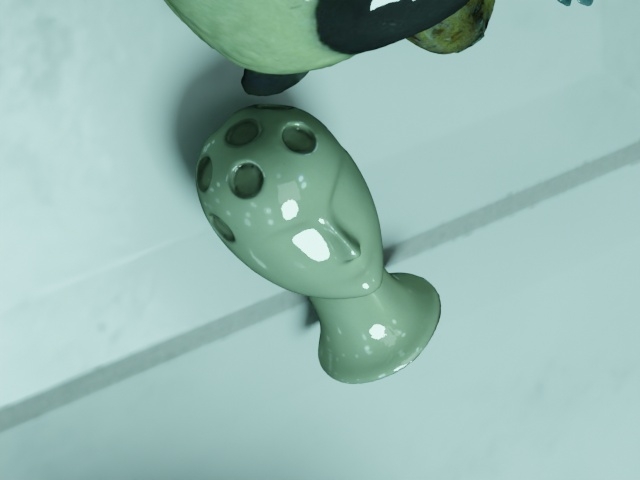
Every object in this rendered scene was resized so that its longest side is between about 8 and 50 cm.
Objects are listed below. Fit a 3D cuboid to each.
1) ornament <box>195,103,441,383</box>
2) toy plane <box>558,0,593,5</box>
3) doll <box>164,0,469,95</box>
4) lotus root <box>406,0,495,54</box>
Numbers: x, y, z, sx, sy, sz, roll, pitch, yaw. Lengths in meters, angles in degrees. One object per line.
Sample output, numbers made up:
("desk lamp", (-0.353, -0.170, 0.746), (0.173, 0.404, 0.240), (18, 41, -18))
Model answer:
("ornament", (0.000, 0.000, 0.690), (0.075, 0.081, 0.156), (-43, 133, -10))
("toy plane", (0.105, -0.218, 0.636), (0.060, 0.096, 0.235), (9, 90, -38))
("doll", (-0.030, -0.162, 0.549), (0.135, 0.143, 0.234), (-40, 129, -1))
("lotus root", (0.052, -0.120, 0.680), (0.054, 0.049, 0.099), (-49, 135, -4))
